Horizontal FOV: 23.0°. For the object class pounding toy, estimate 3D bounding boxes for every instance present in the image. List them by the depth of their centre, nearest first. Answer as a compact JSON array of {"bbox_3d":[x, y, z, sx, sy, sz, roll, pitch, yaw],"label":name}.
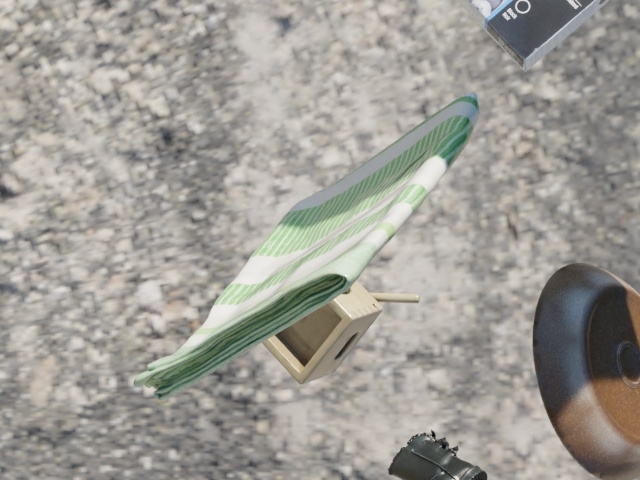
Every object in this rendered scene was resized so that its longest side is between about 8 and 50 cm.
[{"bbox_3d":[0.012,0.078,1.804,0.130,0.141,0.100,46,28,18],"label":"pounding toy"}]

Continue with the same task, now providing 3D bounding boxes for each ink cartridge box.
[{"bbox_3d":[0.272,-0.359,2.023,0.208,0.045,0.206,-40,76,-7],"label":"ink cartridge box"}]

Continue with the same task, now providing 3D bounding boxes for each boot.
[{"bbox_3d":[0.114,0.270,1.733,0.121,0.099,0.045,-42,136,-20],"label":"boot"}]

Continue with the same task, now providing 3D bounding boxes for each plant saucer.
[{"bbox_3d":[0.260,0.112,1.382,0.198,0.036,0.199,19,63,-41],"label":"plant saucer"}]

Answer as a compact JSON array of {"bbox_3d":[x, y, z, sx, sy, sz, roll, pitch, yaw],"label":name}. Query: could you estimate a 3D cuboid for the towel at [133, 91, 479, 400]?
[{"bbox_3d":[0.000,0.000,1.315,0.038,0.248,0.325,52,38,-8],"label":"towel"}]
